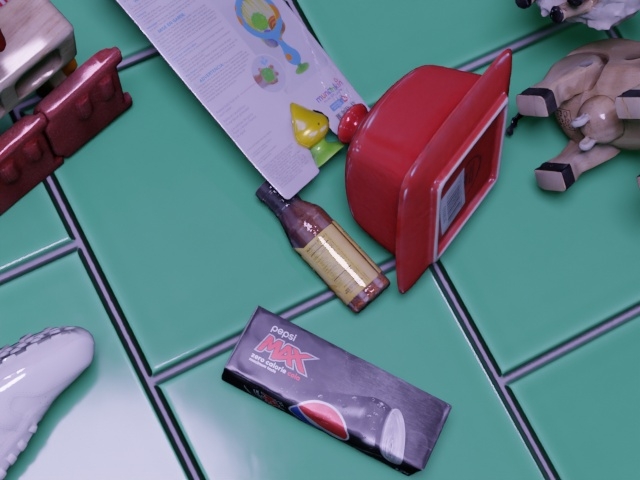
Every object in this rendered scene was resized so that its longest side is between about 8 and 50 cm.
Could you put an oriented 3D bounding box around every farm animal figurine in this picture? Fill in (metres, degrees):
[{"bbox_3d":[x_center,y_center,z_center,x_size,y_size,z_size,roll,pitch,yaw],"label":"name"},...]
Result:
[{"bbox_3d":[0.309,-0.086,0.967,0.327,0.330,0.172,26,48,36],"label":"farm animal figurine"}]

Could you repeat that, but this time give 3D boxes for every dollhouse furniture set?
[{"bbox_3d":[-0.255,-0.167,0.829,0.152,0.374,0.201,-43,85,-12],"label":"dollhouse furniture set"}]

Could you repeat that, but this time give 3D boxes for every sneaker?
[{"bbox_3d":[-0.256,0.148,0.896,0.235,0.090,0.095,-34,94,-12],"label":"sneaker"}]

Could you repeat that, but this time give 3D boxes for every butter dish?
[{"bbox_3d":[0.067,-0.069,0.965,0.118,0.160,0.160,28,62,19],"label":"butter dish"}]

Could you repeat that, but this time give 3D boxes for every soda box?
[{"bbox_3d":[0.011,0.116,0.950,0.169,0.053,0.060,27,72,1],"label":"soda box"}]

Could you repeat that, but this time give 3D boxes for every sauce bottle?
[{"bbox_3d":[0.000,0.000,0.988,0.042,0.042,0.128,-39,81,-16],"label":"sauce bottle"}]

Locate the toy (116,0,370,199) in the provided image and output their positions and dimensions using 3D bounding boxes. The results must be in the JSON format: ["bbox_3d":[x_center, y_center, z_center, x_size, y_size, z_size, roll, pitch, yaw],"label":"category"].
[{"bbox_3d":[-0.074,-0.148,1.005,0.237,0.056,0.137,48,50,-2],"label":"toy"}]
